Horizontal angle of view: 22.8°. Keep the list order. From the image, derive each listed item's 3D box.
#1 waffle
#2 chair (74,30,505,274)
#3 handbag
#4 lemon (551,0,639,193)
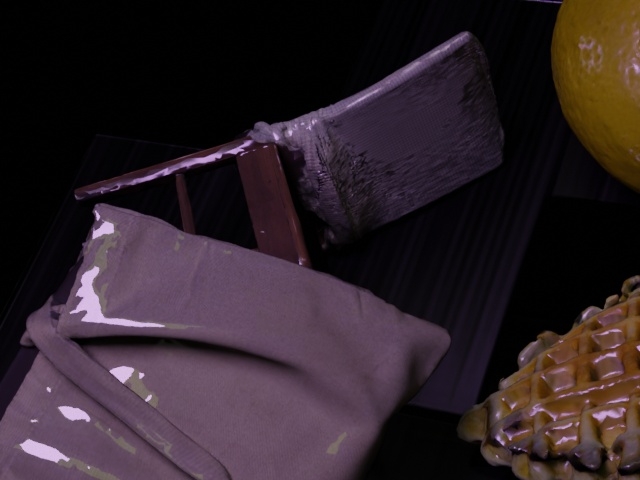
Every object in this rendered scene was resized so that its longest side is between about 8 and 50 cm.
[{"bbox_3d":[0.209,0.092,1.044,0.208,0.054,0.214,-34,25,-20],"label":"waffle"},{"bbox_3d":[0.000,0.000,1.152,0.319,0.160,0.186,-19,47,3],"label":"chair"},{"bbox_3d":[-0.094,0.145,1.004,0.253,0.109,0.316,27,90,-2],"label":"handbag"},{"bbox_3d":[0.260,-0.119,1.143,0.184,0.184,0.248,-12,56,8],"label":"lemon"}]
